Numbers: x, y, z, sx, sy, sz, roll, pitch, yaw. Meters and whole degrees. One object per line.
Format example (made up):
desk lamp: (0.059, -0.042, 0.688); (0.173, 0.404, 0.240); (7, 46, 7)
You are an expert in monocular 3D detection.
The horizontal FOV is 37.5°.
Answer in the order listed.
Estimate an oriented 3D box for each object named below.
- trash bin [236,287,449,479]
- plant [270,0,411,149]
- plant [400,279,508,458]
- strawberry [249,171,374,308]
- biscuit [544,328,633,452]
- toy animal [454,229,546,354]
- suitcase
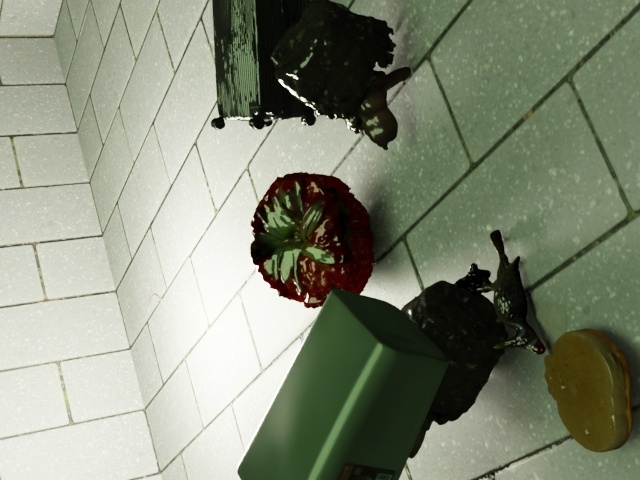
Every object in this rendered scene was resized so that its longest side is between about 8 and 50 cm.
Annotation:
trash bin: (0.029, 0.270, 1.408); (0.223, 0.158, 0.344); (46, 117, 56)
plant: (0.044, -0.303, 1.642); (0.178, 0.234, 0.204); (-51, 26, 27)
plant: (0.162, 0.225, 1.535); (0.194, 0.181, 0.321); (-97, 28, -44)
strawberry: (-0.004, 0.000, 1.807); (0.261, 0.257, 0.261); (3, 95, 32)
biscuit: (0.376, 0.203, 1.303); (0.170, 0.050, 0.170); (171, 90, -70)
toy animal: (0.283, 0.090, 1.428); (0.105, 0.070, 0.202); (-42, 54, 26)
suitcase: (-0.127, -0.403, 1.974); (0.229, 0.152, 0.335); (10, 105, 59)
